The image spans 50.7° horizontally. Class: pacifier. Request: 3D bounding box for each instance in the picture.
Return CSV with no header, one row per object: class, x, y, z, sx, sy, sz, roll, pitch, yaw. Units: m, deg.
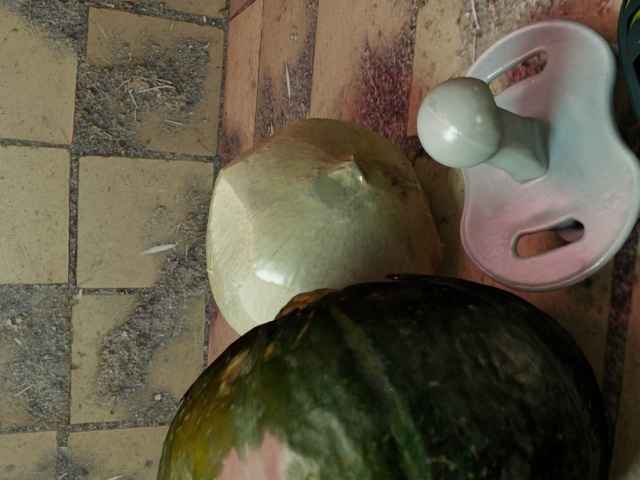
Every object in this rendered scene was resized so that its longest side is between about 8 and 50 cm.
pacifier,0.192,-0.097,0.651,0.238,0.226,0.287,-21,68,48

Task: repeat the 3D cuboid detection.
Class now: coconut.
coconut,0.000,0.000,0.992,0.360,0.347,0.346,124,143,-65

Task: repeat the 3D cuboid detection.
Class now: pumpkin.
pumpkin,0.053,0.210,0.688,0.343,0.455,0.454,68,153,17

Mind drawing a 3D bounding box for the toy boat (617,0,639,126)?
toy boat,0.296,-0.135,0.544,0.093,0.103,0.246,-28,53,39
